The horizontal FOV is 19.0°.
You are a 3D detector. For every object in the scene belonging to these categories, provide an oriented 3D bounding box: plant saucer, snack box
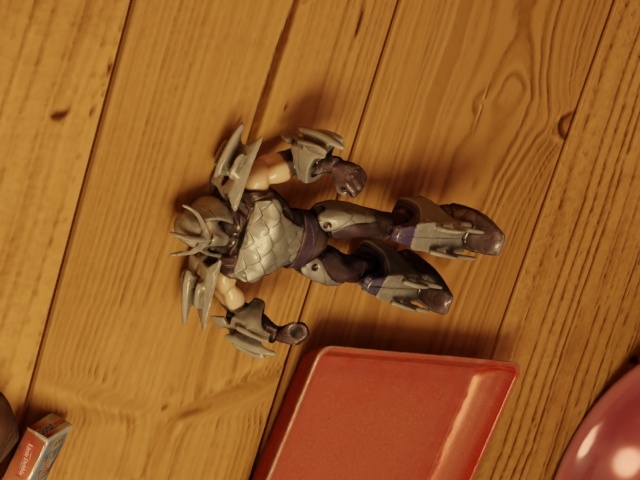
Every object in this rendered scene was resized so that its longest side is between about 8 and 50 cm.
[{"bbox_3d":[0.034,0.205,1.686,0.258,0.047,0.259,8,109,-44],"label":"plant saucer"},{"bbox_3d":[-0.242,0.217,1.445,0.178,0.022,0.064,-63,174,9],"label":"snack box"}]

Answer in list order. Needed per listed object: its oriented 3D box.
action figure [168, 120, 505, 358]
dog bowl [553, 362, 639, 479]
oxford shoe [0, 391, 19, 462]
[{"bbox_3d":[0.000,0.000,1.494,0.285,0.099,0.185,5,121,-39],"label":"action figure"},{"bbox_3d":[0.368,0.275,1.793,0.150,0.408,0.408,23,99,-28],"label":"dog bowl"},{"bbox_3d":[-0.317,0.207,1.346,0.271,0.097,0.098,-44,142,-12],"label":"oxford shoe"}]
